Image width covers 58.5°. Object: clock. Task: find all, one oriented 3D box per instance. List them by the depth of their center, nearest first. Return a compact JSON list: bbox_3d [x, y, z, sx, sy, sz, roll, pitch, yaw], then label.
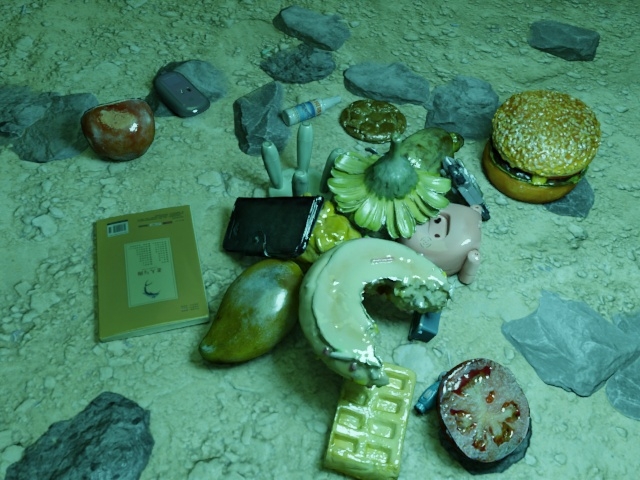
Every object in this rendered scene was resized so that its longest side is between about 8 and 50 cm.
[{"bbox_3d":[0.316,-0.016,1.566,0.242,0.142,0.227,9,51,7],"label":"clock"}]

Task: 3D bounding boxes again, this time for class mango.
[{"bbox_3d":[-0.157,0.172,1.371,0.193,0.146,0.316,30,62,28],"label":"mango"}]

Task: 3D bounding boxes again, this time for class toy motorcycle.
[{"bbox_3d":[0.427,-0.161,1.682,0.073,0.225,0.152,-35,31,17],"label":"toy motorcycle"}]

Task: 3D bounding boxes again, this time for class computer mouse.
[{"bbox_3d":[-0.468,-0.489,1.924,0.120,0.057,0.232,-34,64,-27],"label":"computer mouse"}]

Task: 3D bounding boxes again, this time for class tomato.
[{"bbox_3d":[0.349,0.377,1.269,0.225,0.085,0.224,6,70,-17],"label":"tomato"},{"bbox_3d":[-0.597,-0.319,1.726,0.214,0.180,0.155,-21,74,-11],"label":"tomato"}]

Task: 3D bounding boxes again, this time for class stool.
[{"bbox_3d":[-0.052,-0.199,1.641,0.195,0.198,0.195,-32,60,-28],"label":"stool"}]

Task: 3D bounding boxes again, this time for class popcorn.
[{"bbox_3d":[-0.003,-0.003,1.502,0.190,0.191,0.253,-39,51,11],"label":"popcorn"}]

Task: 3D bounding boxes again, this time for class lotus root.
[{"bbox_3d":[0.319,-0.244,1.727,0.173,0.173,0.309,37,52,22],"label":"lotus root"}]

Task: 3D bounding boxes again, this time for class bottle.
[{"bbox_3d":[-0.025,-0.446,1.928,0.217,0.060,0.060,-26,58,-24],"label":"bottle"}]

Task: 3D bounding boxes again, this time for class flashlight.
[{"bbox_3d":[0.270,0.354,1.325,0.129,0.051,0.051,-38,63,-23],"label":"flashlight"}]

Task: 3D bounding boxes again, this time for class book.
[{"bbox_3d":[-0.447,0.071,1.496,0.269,0.032,0.388,-9,53,-10],"label":"book"}]

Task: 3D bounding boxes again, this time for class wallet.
[{"bbox_3d":[-0.136,-0.039,1.472,0.318,0.045,0.172,4,69,44],"label":"wallet"}]

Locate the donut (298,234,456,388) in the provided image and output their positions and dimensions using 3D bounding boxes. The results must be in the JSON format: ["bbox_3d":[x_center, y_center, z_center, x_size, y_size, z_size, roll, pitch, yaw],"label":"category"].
[{"bbox_3d":[0.105,0.148,1.319,0.307,0.150,0.371,36,58,15],"label":"donut"}]

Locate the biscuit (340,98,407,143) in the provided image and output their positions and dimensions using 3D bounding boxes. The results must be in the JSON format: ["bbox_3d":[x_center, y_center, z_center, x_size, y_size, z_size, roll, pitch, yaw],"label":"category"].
[{"bbox_3d":[0.180,-0.407,1.926,0.226,0.042,0.225,2,51,-2],"label":"biscuit"}]

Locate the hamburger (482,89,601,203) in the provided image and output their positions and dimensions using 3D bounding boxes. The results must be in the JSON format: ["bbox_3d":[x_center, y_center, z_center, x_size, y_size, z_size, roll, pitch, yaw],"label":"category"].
[{"bbox_3d":[0.670,-0.293,1.744,0.330,0.250,0.329,2,51,-3],"label":"hamburger"}]

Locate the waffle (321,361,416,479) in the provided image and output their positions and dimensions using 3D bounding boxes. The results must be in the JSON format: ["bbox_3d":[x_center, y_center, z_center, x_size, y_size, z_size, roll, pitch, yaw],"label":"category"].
[{"bbox_3d":[0.114,0.389,1.273,0.168,0.057,0.274,15,51,6],"label":"waffle"}]

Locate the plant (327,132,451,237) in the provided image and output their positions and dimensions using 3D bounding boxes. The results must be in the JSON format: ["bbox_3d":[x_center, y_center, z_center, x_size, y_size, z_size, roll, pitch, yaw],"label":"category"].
[{"bbox_3d":[0.167,-0.179,1.490,0.306,0.296,0.261,-20,33,-7],"label":"plant"}]

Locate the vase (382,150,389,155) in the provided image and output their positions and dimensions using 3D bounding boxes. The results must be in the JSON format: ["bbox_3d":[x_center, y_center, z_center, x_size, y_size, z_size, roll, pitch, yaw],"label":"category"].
[{"bbox_3d":[0.246,-0.265,1.806,0.212,0.059,0.060,-26,58,-24],"label":"vase"}]

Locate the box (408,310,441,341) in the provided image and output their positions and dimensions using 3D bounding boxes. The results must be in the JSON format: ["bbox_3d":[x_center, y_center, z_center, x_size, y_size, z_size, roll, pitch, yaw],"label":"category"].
[{"bbox_3d":[0.264,0.203,1.429,0.054,0.074,0.099,22,53,-1],"label":"box"}]
